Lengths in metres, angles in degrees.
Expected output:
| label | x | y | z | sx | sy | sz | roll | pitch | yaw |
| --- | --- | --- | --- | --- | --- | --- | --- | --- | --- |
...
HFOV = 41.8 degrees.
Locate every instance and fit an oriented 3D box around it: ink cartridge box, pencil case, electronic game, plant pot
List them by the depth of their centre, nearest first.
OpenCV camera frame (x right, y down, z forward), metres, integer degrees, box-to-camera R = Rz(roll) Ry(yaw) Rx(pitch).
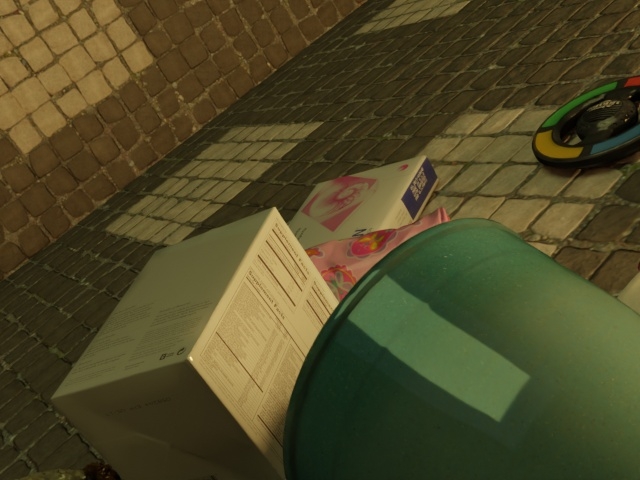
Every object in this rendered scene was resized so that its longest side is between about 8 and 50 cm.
| label | x | y | z | sx | sy | sz | roll | pitch | yaw |
| --- | --- | --- | --- | --- | --- | --- | --- | --- | --- |
| plant pot | 0.158 | 0.154 | 0.570 | 0.272 | 0.271 | 0.255 | -41 | 43 | -19 |
| pencil case | 0.058 | 0.049 | 1.121 | 0.284 | 0.124 | 0.124 | -17 | 26 | 10 |
| electronic game | 0.424 | -0.179 | 1.243 | 0.229 | 0.048 | 0.229 | -27 | 23 | 13 |
| ink cartridge box | 0.000 | 0.000 | 1.398 | 0.330 | 0.071 | 0.324 | -12 | 30 | 36 |

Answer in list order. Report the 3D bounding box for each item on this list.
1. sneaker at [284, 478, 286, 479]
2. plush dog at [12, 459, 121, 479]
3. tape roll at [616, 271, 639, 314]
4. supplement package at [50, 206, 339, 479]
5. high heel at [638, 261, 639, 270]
| label | x | y | z | sx | sy | sz | roll | pitch | yaw |
| --- | --- | --- | --- | --- | --- | --- | --- | --- | --- |
| sneaker | 0.074 | 0.187 | 0.808 | 0.126 | 0.127 | 0.321 | 39 | 65 | 18 |
| plush dog | -0.364 | 0.356 | 1.032 | 0.262 | 0.210 | 0.225 | -30 | -3 | 1 |
| tape roll | 0.423 | 0.086 | 0.687 | 0.392 | 0.072 | 0.392 | -27 | 24 | 13 |
| supplement package | -0.118 | 0.135 | 0.955 | 0.199 | 0.198 | 0.262 | -19 | 27 | 30 |
| high heel | 0.323 | 0.066 | 0.703 | 0.117 | 0.082 | 0.244 | -54 | 20 | 42 |
